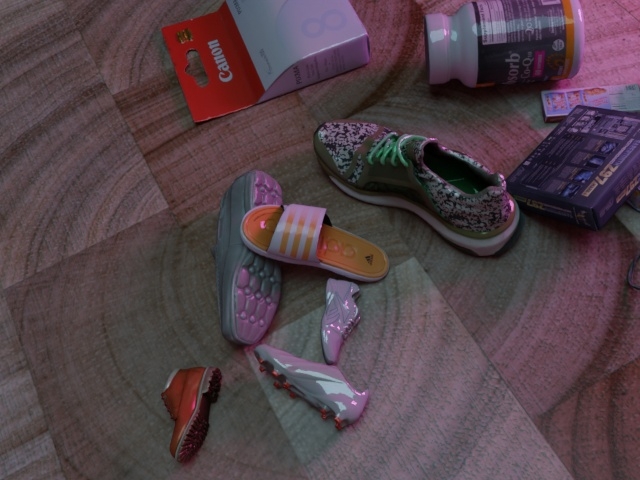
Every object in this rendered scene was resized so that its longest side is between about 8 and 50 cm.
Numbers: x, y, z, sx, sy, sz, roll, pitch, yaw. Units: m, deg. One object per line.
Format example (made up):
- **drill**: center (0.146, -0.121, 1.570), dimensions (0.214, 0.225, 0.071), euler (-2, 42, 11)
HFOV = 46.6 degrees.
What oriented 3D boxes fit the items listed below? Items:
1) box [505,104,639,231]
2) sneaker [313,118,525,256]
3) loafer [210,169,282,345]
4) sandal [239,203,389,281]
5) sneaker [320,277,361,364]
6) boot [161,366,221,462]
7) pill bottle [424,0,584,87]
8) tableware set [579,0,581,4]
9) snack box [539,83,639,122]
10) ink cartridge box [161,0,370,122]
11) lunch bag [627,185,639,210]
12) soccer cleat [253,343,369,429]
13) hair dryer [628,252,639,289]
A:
- **box**: center (0.453, -0.130, 1.261), dimensions (0.233, 0.059, 0.183), euler (-45, 37, -18)
- **sneaker**: center (0.163, -0.138, 1.274), dimensions (0.410, 0.182, 0.158), euler (27, 67, 22)
- **loafer**: center (-0.132, 0.031, 1.272), dimensions (0.111, 0.112, 0.320), euler (-21, 51, 38)
- **sandal**: center (0.002, -0.009, 1.227), dimensions (0.265, 0.076, 0.102), euler (16, 59, -13)
- **sneaker**: center (0.033, 0.129, 1.208), dimensions (0.061, 0.054, 0.152), euler (4, 59, 7)
- **boot**: center (-0.216, 0.269, 1.161), dimensions (0.084, 0.059, 0.158), euler (4, 51, 14)
- **pill bottle**: center (0.340, -0.373, 1.404), dimensions (0.278, 0.162, 0.162), euler (-5, 59, 6)
- **tableware set**: center (0.489, -0.541, 1.553), dimensions (0.128, 0.039, 0.194), euler (14, 62, 16)
- **snack box**: center (0.507, -0.257, 1.391), dimensions (0.178, 0.022, 0.064), euler (-3, 60, 6)
- **ink cartridge box**: center (-0.128, -0.436, 1.549), dimensions (0.384, 0.091, 0.308), euler (-20, 58, -5)
- **lunch bag**: center (0.554, -0.090, 1.266), dimensions (0.083, 0.053, 0.071), euler (40, 69, -1)
- **soccer cleat**: center (-0.016, 0.215, 1.161), dimensions (0.196, 0.068, 0.076), euler (32, 63, 16)
- **hair dryer**: center (0.659, 0.018, 1.172), dimensions (0.293, 0.080, 0.223), euler (-40, 62, -16)
